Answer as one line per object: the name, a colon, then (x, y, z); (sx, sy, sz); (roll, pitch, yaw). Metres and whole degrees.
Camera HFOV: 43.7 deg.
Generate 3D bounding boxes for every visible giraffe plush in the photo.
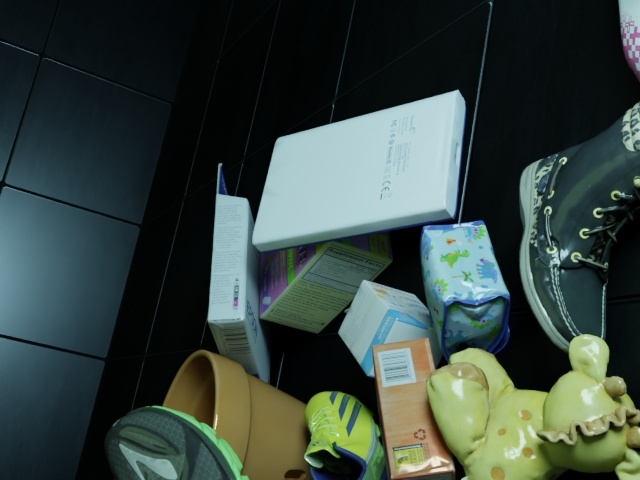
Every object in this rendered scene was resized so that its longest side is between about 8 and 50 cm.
giraffe plush: (0.211, 0.171, 0.740); (0.171, 0.181, 0.210); (-30, 9, 24)

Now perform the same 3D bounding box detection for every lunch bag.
lunch bag: (0.170, 0.073, 0.963); (0.151, 0.096, 0.128); (90, 175, -45)

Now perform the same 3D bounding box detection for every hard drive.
hard drive: (0.055, -0.098, 1.192); (0.319, 0.040, 0.210); (-10, 53, 31)

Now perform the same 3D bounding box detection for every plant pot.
plant pot: (-0.135, 0.340, 1.294); (0.291, 0.204, 0.290); (-45, 36, 46)

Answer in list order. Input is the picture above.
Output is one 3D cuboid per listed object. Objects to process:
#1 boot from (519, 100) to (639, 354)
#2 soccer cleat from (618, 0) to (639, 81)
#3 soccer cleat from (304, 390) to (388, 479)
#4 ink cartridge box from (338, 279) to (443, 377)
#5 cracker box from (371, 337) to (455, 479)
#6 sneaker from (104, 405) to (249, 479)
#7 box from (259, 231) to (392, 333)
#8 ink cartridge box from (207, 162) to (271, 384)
boot: (0.286, -0.019, 0.789); (0.179, 0.085, 0.236); (-40, 39, 47)
soccer cleat: (0.331, -0.260, 0.757); (0.116, 0.143, 0.331); (-15, 50, 17)
soccer cleat: (0.024, 0.280, 1.092); (0.093, 0.121, 0.289); (-67, 25, 10)
ink cartridge box: (0.095, 0.123, 1.088); (0.089, 0.092, 0.143); (-65, 25, 13)
cracker box: (0.103, 0.238, 0.874); (0.232, 0.067, 0.155); (78, -176, -47)
sneaker: (-0.182, 0.396, 0.975); (0.185, 0.202, 0.482); (-55, 45, 24)
box: (0.000, 0.000, 1.348); (0.243, 0.117, 0.213); (-48, 33, 42)
ink cartridge box: (-0.136, 0.083, 1.450); (0.324, 0.072, 0.330); (82, -173, -55)
